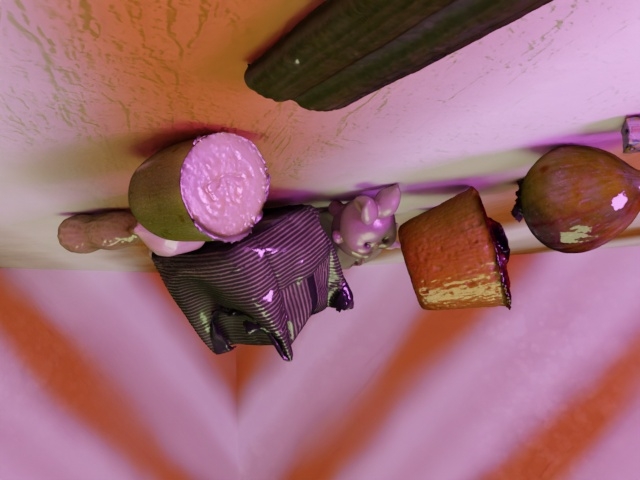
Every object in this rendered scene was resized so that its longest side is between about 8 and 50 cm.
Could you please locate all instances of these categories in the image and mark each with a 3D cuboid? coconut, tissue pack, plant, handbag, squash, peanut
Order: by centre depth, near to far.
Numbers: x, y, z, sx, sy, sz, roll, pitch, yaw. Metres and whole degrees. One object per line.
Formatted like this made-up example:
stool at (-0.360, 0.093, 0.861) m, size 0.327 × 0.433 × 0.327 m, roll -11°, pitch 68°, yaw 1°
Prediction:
tissue pack at (0.375, -0.117, 0.732) m, size 0.083 × 0.035 × 0.063 m, roll -4°, pitch 174°, yaw 19°
squash at (-0.153, -0.055, 0.777) m, size 0.123 × 0.123 × 0.186 m, roll 3°, pitch 176°, yaw -40°
plant at (0.360, -0.068, 1.061) m, size 0.085 × 0.087 × 0.174 m, roll -31°, pitch -174°, yaw -12°
coconut at (-0.242, -0.027, 1.080) m, size 0.124 × 0.110 × 0.110 m, roll -7°, pitch 178°, yaw -37°
handbag at (-0.119, 0.073, 1.227) m, size 0.340 × 0.240 × 0.247 m, roll -7°, pitch -158°, yaw 49°
peanut at (-0.406, -0.017, 1.258) m, size 0.187 × 0.082 × 0.082 m, roll -6°, pitch 173°, yaw 24°

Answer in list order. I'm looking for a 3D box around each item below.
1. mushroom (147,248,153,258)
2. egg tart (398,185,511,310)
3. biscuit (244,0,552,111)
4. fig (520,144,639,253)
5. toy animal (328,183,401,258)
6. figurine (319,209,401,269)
mushroom at (-0.311, 0.025, 1.495) m, size 0.154 × 0.123 × 0.154 m, roll 5°, pitch 172°, yaw 1°
egg tart at (0.231, 0.027, 1.128) m, size 0.170 × 0.215 × 0.215 m, roll -18°, pitch 171°, yaw 11°
biscuit at (0.058, -0.137, 0.411) m, size 0.099 × 0.038 × 0.322 m, roll 5°, pitch 172°, yaw -31°
fig at (0.371, -0.070, 0.818) m, size 0.245 × 0.149 × 0.149 m, roll -21°, pitch 165°, yaw 35°
toy animal at (0.081, -0.025, 1.155) m, size 0.124 × 0.124 × 0.212 m, roll -1°, pitch 178°, yaw -10°
figurine at (0.060, 0.004, 1.408) m, size 0.155 × 0.127 × 0.235 m, roll -28°, pitch 164°, yaw 32°
